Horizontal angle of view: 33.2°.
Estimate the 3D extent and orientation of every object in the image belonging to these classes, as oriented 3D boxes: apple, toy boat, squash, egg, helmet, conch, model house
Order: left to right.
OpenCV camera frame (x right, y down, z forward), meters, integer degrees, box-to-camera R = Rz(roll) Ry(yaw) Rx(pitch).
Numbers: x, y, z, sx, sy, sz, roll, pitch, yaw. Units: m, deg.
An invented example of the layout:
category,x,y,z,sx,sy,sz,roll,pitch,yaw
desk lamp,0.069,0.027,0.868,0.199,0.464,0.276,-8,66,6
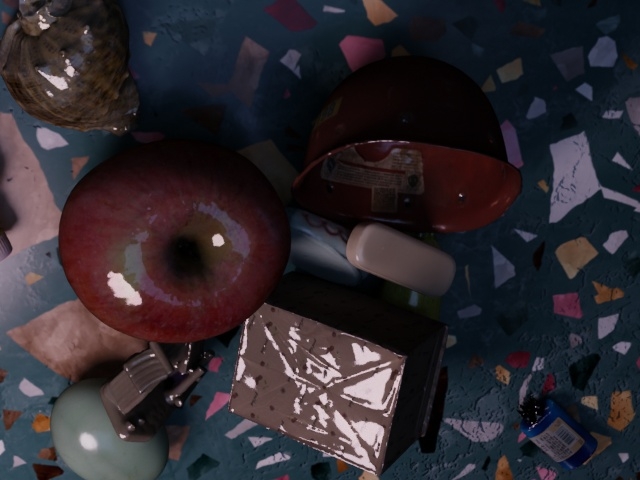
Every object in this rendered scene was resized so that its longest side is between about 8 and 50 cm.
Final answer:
category,x,y,z,sx,sy,sz,roll,pitch,yaw
conch,-0.368,-0.260,1.584,0.210,0.159,0.291,-28,116,-1
egg,-0.355,0.331,1.821,0.168,0.168,0.231,-39,120,5
model house,-0.254,0.206,1.759,0.122,0.229,0.188,39,116,2
apple,-0.227,-0.001,1.649,0.344,0.269,0.345,-2,96,-21
toy boat,0.000,0.000,1.795,0.207,0.134,0.079,30,61,-22
helmet,0.137,-0.170,1.656,0.337,0.385,0.230,10,69,-14
squash,0.168,0.083,1.857,0.137,0.137,0.287,13,106,-17

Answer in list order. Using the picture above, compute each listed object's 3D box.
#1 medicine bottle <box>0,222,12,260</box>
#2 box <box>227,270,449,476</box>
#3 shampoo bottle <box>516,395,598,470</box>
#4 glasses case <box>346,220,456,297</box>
category,x,y,z,sx,sy,sz,roll,pitch,yaw
medicine bottle,-0.551,-0.061,1.646,0.122,0.122,0.212,-23,114,-2
box,0.028,0.212,1.768,0.297,0.190,0.225,18,110,21
shampoo bottle,0.450,0.367,2.069,0.087,0.050,0.183,-44,114,10
glasses case,0.133,0.031,1.759,0.196,0.050,0.083,24,84,-26
